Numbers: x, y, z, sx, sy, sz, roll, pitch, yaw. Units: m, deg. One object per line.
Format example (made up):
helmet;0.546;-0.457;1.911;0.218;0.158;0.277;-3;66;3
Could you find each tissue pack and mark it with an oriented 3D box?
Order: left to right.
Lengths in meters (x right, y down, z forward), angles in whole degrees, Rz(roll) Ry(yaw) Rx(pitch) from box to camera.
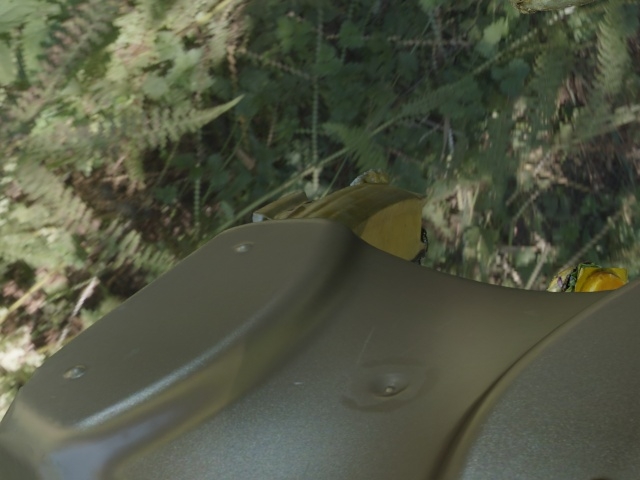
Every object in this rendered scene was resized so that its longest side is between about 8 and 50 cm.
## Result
tissue pack;0.056;0.157;0.542;0.387;0.267;0.277;4;117;39

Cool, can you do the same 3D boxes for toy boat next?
toy boat;0.000;0.000;1.084;0.121;0.321;0.089;10;107;23

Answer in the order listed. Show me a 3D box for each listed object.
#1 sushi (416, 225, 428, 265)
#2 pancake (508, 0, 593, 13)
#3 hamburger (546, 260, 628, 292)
sushi;0.060;-0.001;1.314;0.094;0.098;0.084;-25;136;32
pancake;0.395;-0.370;1.523;0.356;0.356;0.065;-20;101;15
hamburger;0.411;0.111;1.844;0.093;0.189;0.164;1;78;48
